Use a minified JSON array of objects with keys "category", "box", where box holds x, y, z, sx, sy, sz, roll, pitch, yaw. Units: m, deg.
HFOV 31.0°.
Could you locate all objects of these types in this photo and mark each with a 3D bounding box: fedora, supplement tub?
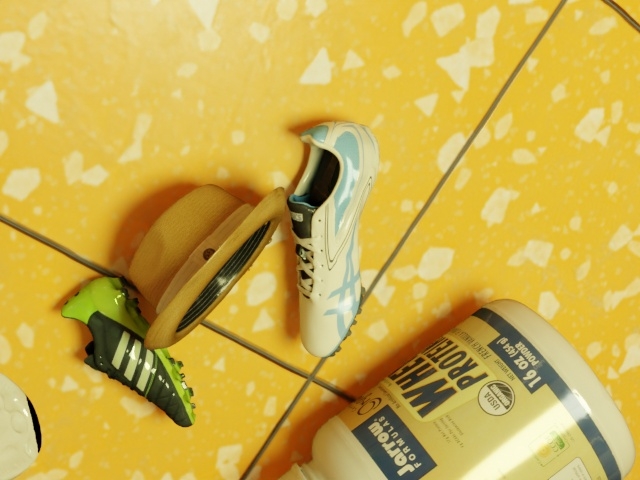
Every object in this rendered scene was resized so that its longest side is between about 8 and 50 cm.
[{"category":"fedora","box":[-0.114,0.010,1.064,0.079,0.194,0.194,39,92,7]},{"category":"supplement tub","box":[0.134,0.233,1.185,0.316,0.228,0.228,-36,118,-7]}]

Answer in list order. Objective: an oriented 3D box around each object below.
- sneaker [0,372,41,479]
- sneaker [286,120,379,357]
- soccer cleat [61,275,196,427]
[{"category":"sneaker","box":[-0.439,0.196,1.018,0.236,0.130,0.323,-25,163,29]},{"category":"sneaker","box":[0.000,0.000,1.123,0.086,0.085,0.237,-1,105,-29]},{"category":"soccer cleat","box":[-0.182,0.115,1.114,0.072,0.060,0.179,-29,112,1]}]
